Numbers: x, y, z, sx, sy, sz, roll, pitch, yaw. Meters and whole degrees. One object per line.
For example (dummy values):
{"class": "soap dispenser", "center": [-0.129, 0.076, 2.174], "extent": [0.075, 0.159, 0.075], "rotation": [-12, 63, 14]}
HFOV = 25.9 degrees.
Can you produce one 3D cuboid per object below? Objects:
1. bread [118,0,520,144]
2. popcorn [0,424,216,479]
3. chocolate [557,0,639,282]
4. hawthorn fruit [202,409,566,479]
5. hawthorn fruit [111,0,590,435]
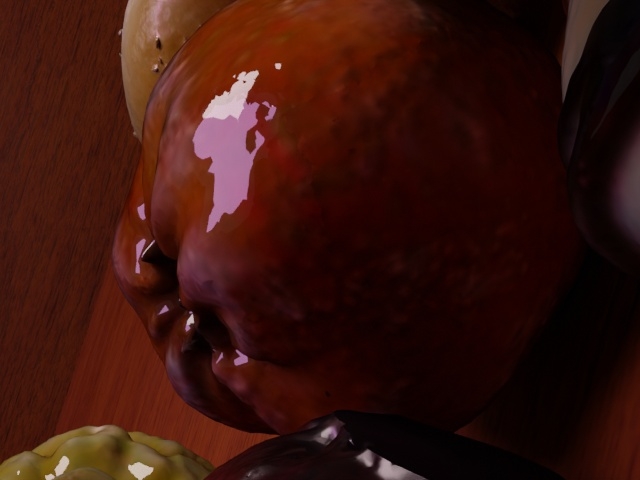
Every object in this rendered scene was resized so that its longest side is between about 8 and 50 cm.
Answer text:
{"class": "bread", "center": [0.011, -0.137, 0.952], "extent": [0.159, 0.305, 0.305], "rotation": [50, 124, 41]}
{"class": "popcorn", "center": [-0.195, 0.312, 1.106], "extent": [0.293, 0.292, 0.334], "rotation": [148, 143, -75]}
{"class": "chocolate", "center": [0.179, -0.071, 0.413], "extent": [0.283, 0.186, 0.284], "rotation": [-162, 90, -76]}
{"class": "hawthorn fruit", "center": [0.031, 0.200, 0.616], "extent": [0.215, 0.215, 0.250], "rotation": [172, 88, -74]}
{"class": "hawthorn fruit", "center": [0.013, -0.016, 0.766], "extent": [0.284, 0.284, 0.284], "rotation": [-161, 90, -75]}
